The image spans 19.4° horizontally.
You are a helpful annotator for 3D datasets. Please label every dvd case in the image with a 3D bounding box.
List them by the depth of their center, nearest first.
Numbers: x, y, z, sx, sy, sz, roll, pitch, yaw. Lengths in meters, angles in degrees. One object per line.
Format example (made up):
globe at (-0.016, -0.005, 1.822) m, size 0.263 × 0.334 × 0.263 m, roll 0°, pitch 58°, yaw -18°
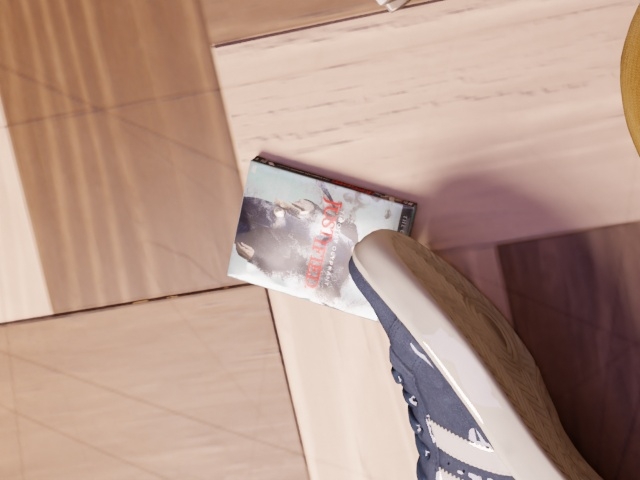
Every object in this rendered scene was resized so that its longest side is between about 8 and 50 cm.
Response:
dvd case at (0.000, 0.000, 1.271) m, size 0.119 × 0.013 × 0.087 m, roll 17°, pitch 107°, yaw 13°

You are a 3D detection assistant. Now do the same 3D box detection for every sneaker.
sneaker at (0.097, 0.162, 1.213) m, size 0.148 × 0.131 × 0.350 m, roll -34°, pitch 90°, yaw 17°

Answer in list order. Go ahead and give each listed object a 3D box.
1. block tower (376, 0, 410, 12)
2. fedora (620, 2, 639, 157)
block tower at (0.136, -0.270, 1.122) m, size 0.335 × 0.097 × 0.091 m, roll -38°, pitch 89°, yaw 23°
fedora at (0.274, -0.097, 1.112) m, size 0.194 × 0.079 × 0.194 m, roll 8°, pitch 103°, yaw 36°
